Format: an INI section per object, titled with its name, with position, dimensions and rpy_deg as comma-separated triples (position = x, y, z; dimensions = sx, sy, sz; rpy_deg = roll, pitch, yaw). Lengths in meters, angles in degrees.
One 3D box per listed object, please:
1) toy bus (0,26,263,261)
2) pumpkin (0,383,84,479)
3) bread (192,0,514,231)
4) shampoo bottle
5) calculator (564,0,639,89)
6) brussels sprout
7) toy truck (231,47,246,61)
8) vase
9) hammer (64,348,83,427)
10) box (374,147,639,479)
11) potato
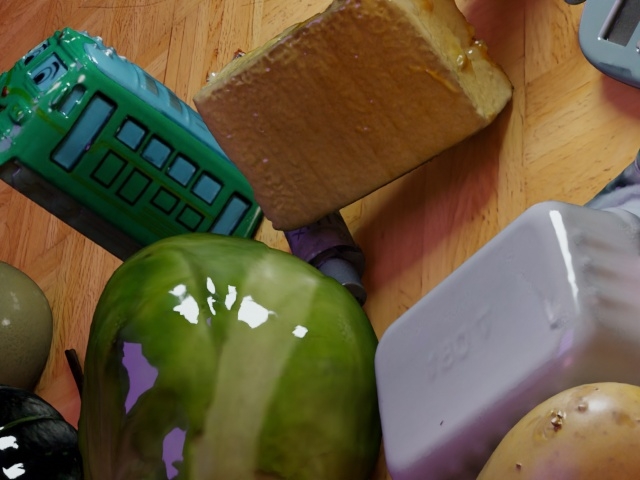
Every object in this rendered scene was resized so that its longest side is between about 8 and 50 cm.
[toy bus]
position = -0.230, -0.093, 1.774
dimensions = 0.199, 0.343, 0.183
rpy_deg = -51, 31, 6
[pumpkin]
position = -0.325, 0.279, 1.509
dimensions = 0.296, 0.295, 0.296
rpy_deg = -37, 41, 41
[bread]
position = 0.027, -0.142, 1.494
dimensions = 0.274, 0.185, 0.114
rpy_deg = -29, 10, 33
[shampoo bottle]
position = 0.000, 0.000, 1.597
dimensions = 0.072, 0.072, 0.214
rpy_deg = -54, 32, 21
[calculator]
position = 0.305, -0.211, 1.274
dimensions = 0.299, 0.041, 0.185
rpy_deg = 33, 98, 58
[brussels sprout]
position = -0.093, 0.161, 1.421
dimensions = 0.315, 0.275, 0.371
rpy_deg = -57, 29, 35
[toy truck]
position = -0.105, -0.207, 1.955
dimensions = 0.032, 0.024, 0.083
rpy_deg = -34, 43, 39
[vase]
position = -0.541, 0.150, 2.137
dimensions = 0.241, 0.302, 0.329
rpy_deg = -48, 35, 28
[hammer]
position = -0.317, 0.186, 2.036
dimensions = 0.065, 0.021, 0.178
rpy_deg = -59, 28, 13
[box]
position = 0.156, 0.094, 1.240
dimensions = 0.336, 0.106, 0.264
rpy_deg = -43, 37, 35
[potato]
position = 0.176, 0.205, 1.082
dimensions = 0.234, 0.146, 0.150
rpy_deg = -60, 34, 15
